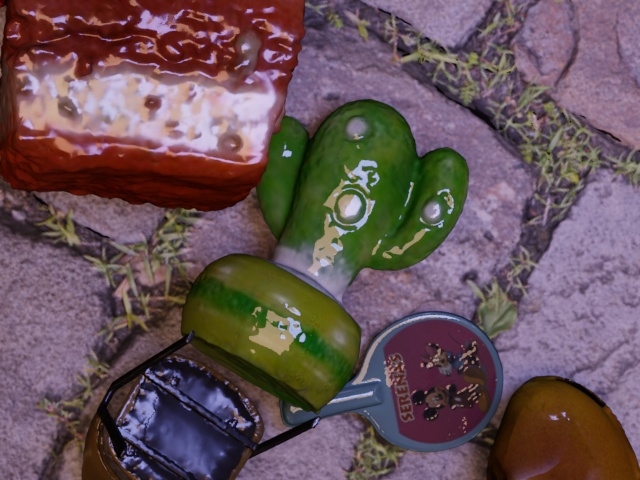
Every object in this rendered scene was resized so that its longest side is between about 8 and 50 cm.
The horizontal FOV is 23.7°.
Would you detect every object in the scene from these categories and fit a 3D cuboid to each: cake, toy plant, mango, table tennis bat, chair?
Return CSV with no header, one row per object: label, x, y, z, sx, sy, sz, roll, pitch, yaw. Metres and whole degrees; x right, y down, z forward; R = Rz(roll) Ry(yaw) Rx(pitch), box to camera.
cake,-0.161,-0.197,1.438,0.269,0.270,0.319,6,86,-13
toy plant,0.000,0.000,1.568,0.224,0.184,0.316,29,79,13
mango,0.254,0.259,1.604,0.166,0.136,0.236,-12,91,-15
table tennis bat,0.076,0.159,1.637,0.244,0.040,0.153,-10,96,-6
chair,-0.145,0.208,1.556,0.159,0.247,0.172,36,73,-14

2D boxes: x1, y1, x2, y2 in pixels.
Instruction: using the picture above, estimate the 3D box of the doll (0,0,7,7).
doll,-0.278,-0.210,1.575,0.109,0.057,0.169,-23,97,-1
